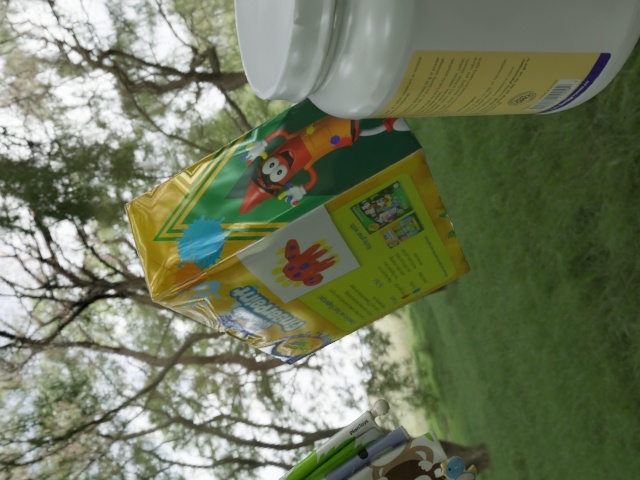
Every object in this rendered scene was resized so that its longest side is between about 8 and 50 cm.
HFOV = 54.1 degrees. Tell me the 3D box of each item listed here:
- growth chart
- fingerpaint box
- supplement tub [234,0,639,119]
[{"bbox_3d":[0.078,0.267,0.613,0.237,0.172,0.021,50,175,-14],"label":"growth chart"},{"bbox_3d":[0.000,0.000,0.945,0.163,0.371,0.445,65,-170,28],"label":"fingerpaint box"},{"bbox_3d":[0.102,-0.237,0.588,0.241,0.331,0.241,175,90,-71],"label":"supplement tub"}]
